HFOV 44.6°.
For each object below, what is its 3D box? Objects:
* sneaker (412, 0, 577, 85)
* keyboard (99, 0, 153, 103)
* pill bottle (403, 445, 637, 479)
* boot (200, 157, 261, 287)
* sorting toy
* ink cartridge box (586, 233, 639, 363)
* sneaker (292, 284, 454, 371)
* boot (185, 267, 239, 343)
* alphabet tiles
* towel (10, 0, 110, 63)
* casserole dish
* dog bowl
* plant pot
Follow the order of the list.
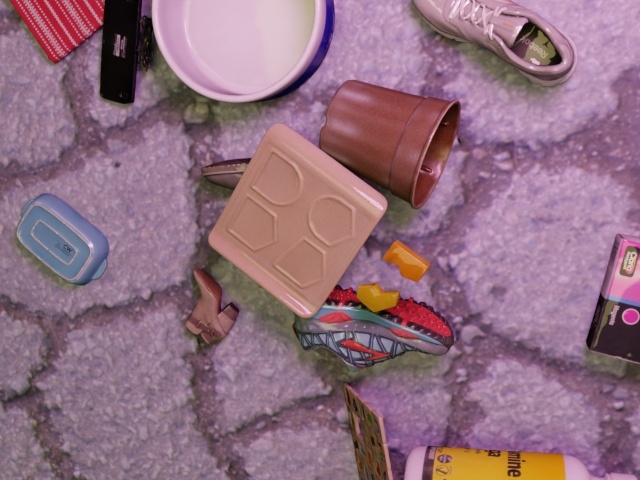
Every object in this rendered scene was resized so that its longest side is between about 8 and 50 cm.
[{"bbox_3d":[0.245,-0.309,1.095,0.262,0.121,0.099,29,104,8],"label":"sneaker"},{"bbox_3d":[-0.310,-0.317,1.276,0.100,0.038,0.192,21,115,22],"label":"keyboard"},{"bbox_3d":[0.297,0.411,1.168,0.334,0.188,0.188,0,99,13],"label":"pill bottle"},{"bbox_3d":[-0.096,-0.027,1.261,0.189,0.076,0.209,1,106,16],"label":"boot"},{"bbox_3d":[0.000,0.000,1.167,0.307,0.041,0.229,37,113,9],"label":"sorting toy"},{"bbox_3d":[0.590,0.118,1.114,0.371,0.069,0.176,13,102,9],"label":"ink cartridge box"},{"bbox_3d":[0.082,0.150,1.236,0.261,0.104,0.125,12,112,20],"label":"sneaker"},{"bbox_3d":[-0.196,0.116,1.318,0.087,0.042,0.118,-42,87,19],"label":"boot"},{"bbox_3d":[0.083,0.359,1.217,0.009,0.198,0.237,-12,97,-13],"label":"alphabet tiles"},{"bbox_3d":[-0.394,-0.449,1.278,0.275,0.031,0.199,-33,92,19],"label":"towel"},{"bbox_3d":[-0.458,0.001,1.366,0.188,0.037,0.114,39,106,4],"label":"casserole dish"},{"bbox_3d":[-0.114,-0.343,1.187,0.264,0.104,0.265,2,100,14],"label":"dog bowl"},{"bbox_3d":[0.097,-0.151,1.145,0.165,0.167,0.167,22,104,17],"label":"plant pot"}]
